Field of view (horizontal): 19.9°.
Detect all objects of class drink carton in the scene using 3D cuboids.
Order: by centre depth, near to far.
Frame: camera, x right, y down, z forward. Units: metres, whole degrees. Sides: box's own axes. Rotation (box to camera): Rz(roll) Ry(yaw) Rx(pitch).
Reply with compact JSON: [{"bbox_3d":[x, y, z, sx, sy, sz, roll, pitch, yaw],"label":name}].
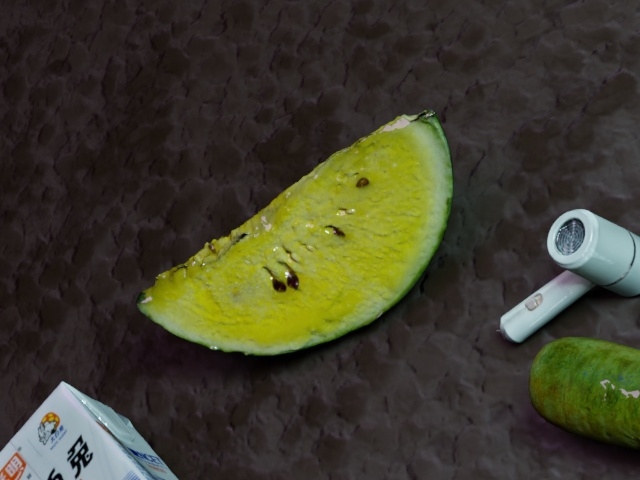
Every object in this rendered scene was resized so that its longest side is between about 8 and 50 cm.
[{"bbox_3d":[-0.150,0.255,1.458,0.130,0.106,0.315,-48,47,0],"label":"drink carton"}]

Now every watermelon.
[{"bbox_3d":[0.000,0.000,1.489,0.301,0.129,0.123,-35,47,20],"label":"watermelon"}]

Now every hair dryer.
[{"bbox_3d":[0.181,0.035,1.386,0.137,0.082,0.047,-40,47,30],"label":"hair dryer"}]

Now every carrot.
[{"bbox_3d":[0.299,0.136,1.242,0.359,0.074,0.074,16,74,39],"label":"carrot"}]
